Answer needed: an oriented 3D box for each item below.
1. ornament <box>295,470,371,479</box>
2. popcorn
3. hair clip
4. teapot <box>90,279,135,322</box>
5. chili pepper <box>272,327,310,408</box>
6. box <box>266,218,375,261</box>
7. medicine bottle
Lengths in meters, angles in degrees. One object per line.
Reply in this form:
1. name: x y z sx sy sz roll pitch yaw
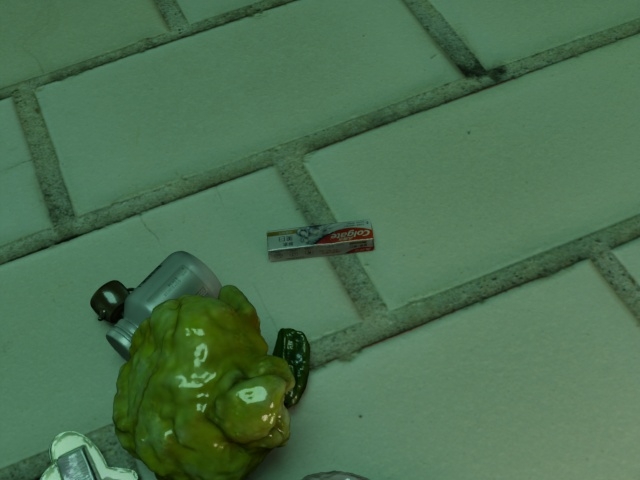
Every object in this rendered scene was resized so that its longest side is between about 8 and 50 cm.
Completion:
1. ornament: 0.018 0.478 1.299 0.259 0.225 0.259 -5 77 22
2. popcorn: -0.199 0.249 1.439 0.294 0.292 0.334 -30 60 -25
3. hair clip: -0.396 0.422 1.482 0.159 0.071 0.218 -23 61 -17
4. teapot: -0.397 0.125 1.696 0.068 0.076 0.121 43 38 19
5. chili pepper: -0.059 0.252 1.572 0.072 0.073 0.204 10 56 -4
6. box: 0.000 0.000 1.760 0.218 0.039 0.055 -6 53 2
7. medicine bottle: -0.299 0.134 1.636 0.135 0.135 0.215 31 63 24
